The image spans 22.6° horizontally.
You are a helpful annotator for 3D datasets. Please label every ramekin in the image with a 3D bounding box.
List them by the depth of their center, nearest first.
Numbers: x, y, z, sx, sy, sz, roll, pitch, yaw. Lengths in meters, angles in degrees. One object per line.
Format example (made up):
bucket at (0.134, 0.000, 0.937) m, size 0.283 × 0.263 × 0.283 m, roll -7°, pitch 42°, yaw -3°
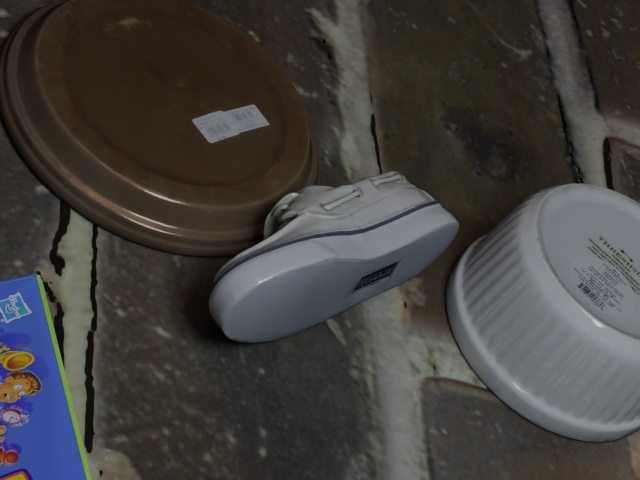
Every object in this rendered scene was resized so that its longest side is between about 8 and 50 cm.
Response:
ramekin at (0.218, 0.050, 1.306) m, size 0.207 × 0.109 × 0.207 m, roll 18°, pitch 45°, yaw -19°

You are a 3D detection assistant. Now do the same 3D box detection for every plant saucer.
plant saucer at (-0.121, -0.107, 1.285) m, size 0.278 × 0.041 × 0.278 m, roll 18°, pitch 44°, yaw -19°

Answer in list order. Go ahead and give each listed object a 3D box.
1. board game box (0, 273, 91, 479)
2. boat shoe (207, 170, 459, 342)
board game box at (-0.132, 0.211, 0.757) m, size 0.078 × 0.347 × 0.233 m, roll -12°, pitch 57°, yaw -12°
boat shoe at (0.000, 0.000, 1.225) m, size 0.267 × 0.096 × 0.088 m, roll -22°, pitch 62°, yaw -44°
